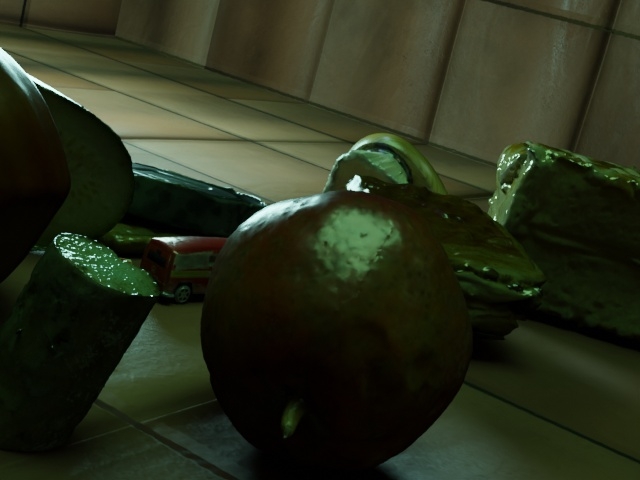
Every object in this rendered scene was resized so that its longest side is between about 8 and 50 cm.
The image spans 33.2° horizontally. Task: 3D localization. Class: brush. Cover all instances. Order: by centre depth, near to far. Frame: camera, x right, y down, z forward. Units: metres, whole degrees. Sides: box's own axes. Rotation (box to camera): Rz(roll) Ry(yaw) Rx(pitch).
[{"bbox_3d":[0.152,-0.094,2.185,0.266,0.174,0.166,33,30,2],"label":"brush"}]

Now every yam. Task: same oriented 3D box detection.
[{"bbox_3d":[-0.234,0.098,0.954,0.107,0.194,0.107,31,12,-7],"label":"yam"}]

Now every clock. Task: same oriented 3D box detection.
[{"bbox_3d":[-0.248,-0.075,1.747,0.325,0.067,0.325,16,5,-1],"label":"clock"}]

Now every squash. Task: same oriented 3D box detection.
[{"bbox_3d":[-0.409,-0.102,1.426,0.309,0.234,0.210,31,9,-4],"label":"squash"}]

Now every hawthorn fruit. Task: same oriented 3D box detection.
[{"bbox_3d":[0.003,0.104,1.039,0.276,0.277,0.298,16,33,6],"label":"hawthorn fruit"}]

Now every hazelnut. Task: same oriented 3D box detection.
[{"bbox_3d":[-0.449,-0.094,1.159,0.365,0.366,0.366,14,14,-3],"label":"hazelnut"}]

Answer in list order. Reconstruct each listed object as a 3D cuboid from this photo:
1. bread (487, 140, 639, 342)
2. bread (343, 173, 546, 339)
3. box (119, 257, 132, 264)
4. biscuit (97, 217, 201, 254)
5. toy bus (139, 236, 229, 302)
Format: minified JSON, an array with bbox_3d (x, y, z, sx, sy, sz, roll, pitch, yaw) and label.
[{"bbox_3d":[0.472,-0.010,1.910,0.371,0.279,0.390,18,12,5],"label":"bread"},{"bbox_3d":[0.159,0.040,1.603,0.277,0.167,0.324,10,23,-20],"label":"bread"},{"bbox_3d":[-0.302,0.034,1.460,0.093,0.015,0.058,10,16,-18],"label":"box"},{"bbox_3d":[-0.285,-0.019,1.640,0.174,0.039,0.183,-1,21,-44],"label":"biscuit"},{"bbox_3d":[-0.162,0.036,1.467,0.174,0.077,0.079,0,20,-45],"label":"toy bus"}]
